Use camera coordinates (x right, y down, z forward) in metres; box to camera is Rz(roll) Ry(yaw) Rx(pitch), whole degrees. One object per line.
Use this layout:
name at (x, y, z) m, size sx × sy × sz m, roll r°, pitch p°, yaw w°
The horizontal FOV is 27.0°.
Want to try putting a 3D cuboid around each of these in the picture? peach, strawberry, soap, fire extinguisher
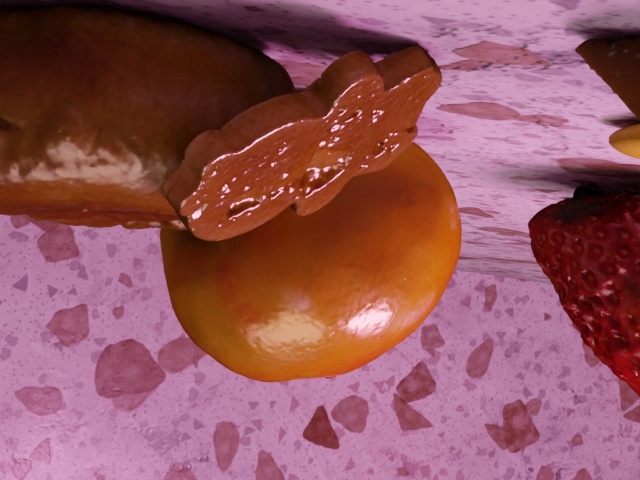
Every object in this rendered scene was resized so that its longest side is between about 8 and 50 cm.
peach at (0.001, 0.005, 1.372) m, size 0.308 × 0.288 × 0.289 m, roll 17°, pitch 170°, yaw -38°
strawberry at (0.434, 0.047, 1.608) m, size 0.292 × 0.310 × 0.292 m, roll -26°, pitch 166°, yaw -7°
soap at (0.331, -0.090, 1.201) m, size 0.089 × 0.033 × 0.168 m, roll 6°, pitch 176°, yaw -24°
fire extinguisher at (0.360, -0.053, 1.704) m, size 0.083 × 0.025 × 0.038 m, roll 10°, pitch -148°, yaw -30°

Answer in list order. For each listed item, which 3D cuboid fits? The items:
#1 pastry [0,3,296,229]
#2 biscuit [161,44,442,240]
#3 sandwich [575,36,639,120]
pastry at (-0.183, -0.094, 1.131) m, size 0.356 × 0.163 × 0.356 m, roll 7°, pitch 172°, yaw 1°
biscuit at (-0.016, -0.073, 1.032) m, size 0.249 × 0.035 × 0.184 m, roll -27°, pitch 157°, yaw -26°
sandwich at (0.300, -0.088, 0.926) m, size 0.245 × 0.088 × 0.090 m, roll 5°, pitch 179°, yaw 16°
